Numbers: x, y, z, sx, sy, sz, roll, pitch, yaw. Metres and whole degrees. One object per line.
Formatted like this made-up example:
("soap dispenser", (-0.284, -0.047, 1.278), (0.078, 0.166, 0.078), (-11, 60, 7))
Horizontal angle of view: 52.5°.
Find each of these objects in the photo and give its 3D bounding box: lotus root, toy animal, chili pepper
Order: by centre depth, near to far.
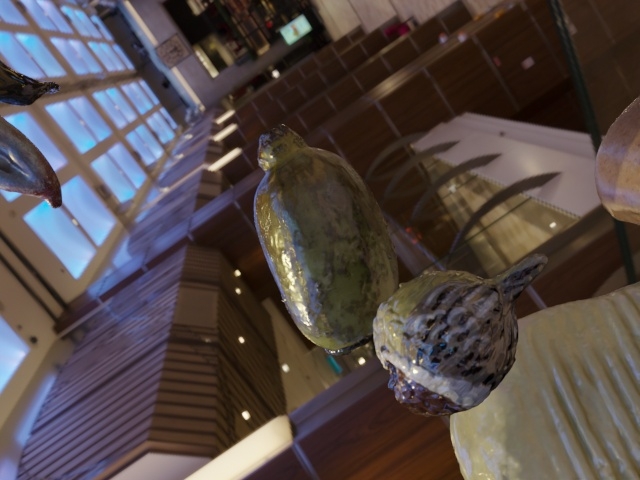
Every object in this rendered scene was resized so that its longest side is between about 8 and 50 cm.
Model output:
("toy animal", (0.100, 0.067, 0.447), (0.098, 0.137, 0.098), (39, -144, -37))
("chili pepper", (-0.252, -0.077, 0.471), (0.153, 0.050, 0.041), (44, -144, -8))
("lotus root", (0.000, 0.000, 0.838), (0.173, 0.173, 0.309), (-116, 5, -75))

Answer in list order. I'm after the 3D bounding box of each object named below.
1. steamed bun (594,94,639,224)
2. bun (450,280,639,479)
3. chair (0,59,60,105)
("steamed bun", (0.510, -0.110, 0.759), (0.251, 0.301, 0.199), (-146, 54, -77))
("bun", (0.304, 0.208, 0.618), (0.361, 0.361, 0.213), (57, 173, 39))
("chair", (-0.451, -0.179, 0.775), (0.221, 0.145, 0.140), (25, -165, -16))
